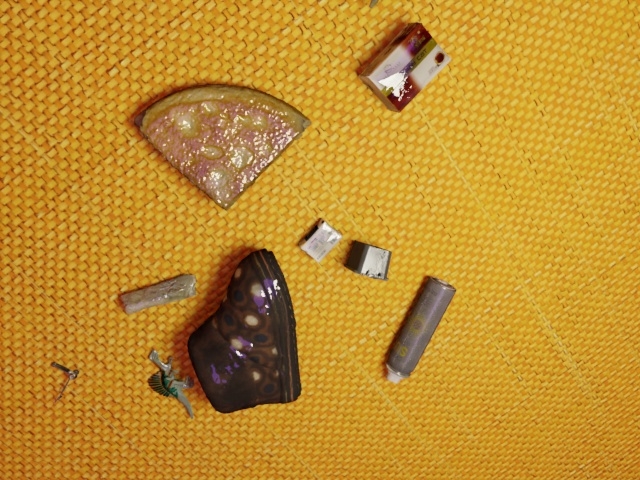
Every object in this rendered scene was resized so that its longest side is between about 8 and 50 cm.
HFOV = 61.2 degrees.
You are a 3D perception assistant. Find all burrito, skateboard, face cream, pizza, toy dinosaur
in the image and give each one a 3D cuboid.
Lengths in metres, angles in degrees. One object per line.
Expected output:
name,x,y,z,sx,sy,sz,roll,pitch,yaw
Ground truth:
burrito,-0.358,0.120,1.207,0.171,0.042,0.051,-15,79,-9
skateboard,-0.602,0.327,1.245,0.063,0.032,0.083,28,99,-6
face cream,0.236,0.224,1.320,0.073,0.073,0.284,21,103,-15
pizza,-0.197,-0.237,1.101,0.268,0.087,0.258,-43,104,5
toy dinosaur,-0.358,0.346,1.286,0.106,0.044,0.187,5,120,3

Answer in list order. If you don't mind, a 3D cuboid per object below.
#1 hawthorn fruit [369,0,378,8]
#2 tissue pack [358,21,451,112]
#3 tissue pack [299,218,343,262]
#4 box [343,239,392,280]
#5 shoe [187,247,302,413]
hawthorn fruit,0.148,-0.557,1.009,0.199,0.199,0.251,20,117,-14
tissue pack,0.172,-0.354,1.112,0.106,0.099,0.149,42,97,-19
tissue pack,0.000,0.000,1.228,0.062,0.042,0.083,39,98,-20
box,0.109,0.044,1.223,0.084,0.122,0.069,14,93,-14
shoe,-0.176,0.209,1.199,0.237,0.171,0.384,-10,116,-10
